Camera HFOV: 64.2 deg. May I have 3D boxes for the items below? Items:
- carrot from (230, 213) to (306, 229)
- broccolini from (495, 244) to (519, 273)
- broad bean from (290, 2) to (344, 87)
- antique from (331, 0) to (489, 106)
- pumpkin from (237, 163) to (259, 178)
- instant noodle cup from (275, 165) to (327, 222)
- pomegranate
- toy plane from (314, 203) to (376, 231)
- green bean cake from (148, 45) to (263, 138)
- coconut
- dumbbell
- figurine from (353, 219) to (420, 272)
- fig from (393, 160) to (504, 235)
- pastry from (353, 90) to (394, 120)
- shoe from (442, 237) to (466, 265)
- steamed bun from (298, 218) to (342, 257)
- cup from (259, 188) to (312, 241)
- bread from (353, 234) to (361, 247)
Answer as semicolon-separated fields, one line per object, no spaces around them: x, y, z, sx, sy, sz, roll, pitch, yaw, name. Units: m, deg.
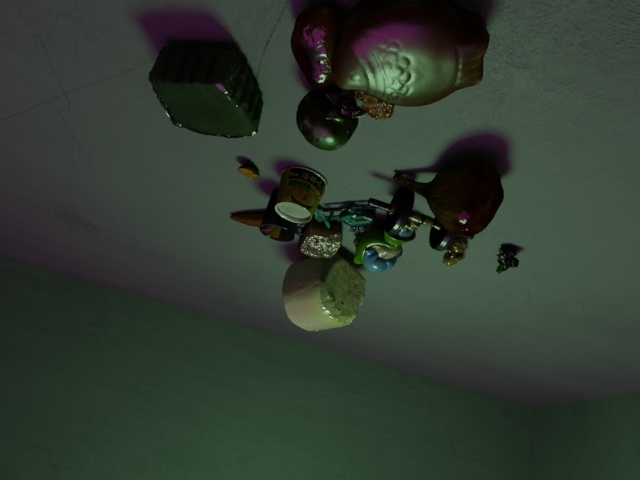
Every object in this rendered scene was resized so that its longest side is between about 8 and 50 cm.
-0.192;-0.072;1.793;0.335;0.069;0.069;6;154;28;carrot
0.597;0.081;1.681;0.058;0.074;0.201;-4;156;-1;broccolini
0.000;-0.384;1.001;0.114;0.085;0.165;-16;147;1;broad bean
0.156;-0.345;0.920;0.277;0.129;0.224;-3;147;14;antique
-0.215;-0.212;1.545;0.050;0.028;0.083;1;160;24;pumpkin
-0.063;-0.131;1.522;0.151;0.122;0.151;11;152;6;instant noodle cup
0.018;-0.274;1.135;0.148;0.149;0.169;17;177;-6;pomegranate
0.087;-0.077;1.632;0.234;0.060;0.096;-4;142;28;toy plane
-0.262;-0.340;1.194;0.222;0.125;0.227;5;156;15;green bean cake
-0.002;0.200;1.977;0.297;0.298;0.309;33;149;-34;coconut
0.288;-0.061;1.450;0.325;0.143;0.143;19;155;-9;dumbbell
0.216;0.003;1.638;0.162;0.143;0.263;-10;154;-39;figurine
0.340;-0.138;1.315;0.190;0.191;0.290;38;-173;-41;fig
0.119;-0.328;1.089;0.087;0.063;0.169;14;162;23;pastry
0.434;0.036;1.668;0.069;0.072;0.109;-22;164;-12;shoe
0.000;0.000;1.781;0.144;0.107;0.175;18;153;-8;steamed bun
-0.113;-0.075;1.645;0.113;0.138;0.150;-5;149;36;cup
0.163;0.021;1.796;0.110;0.060;0.066;34;178;-34;bread
